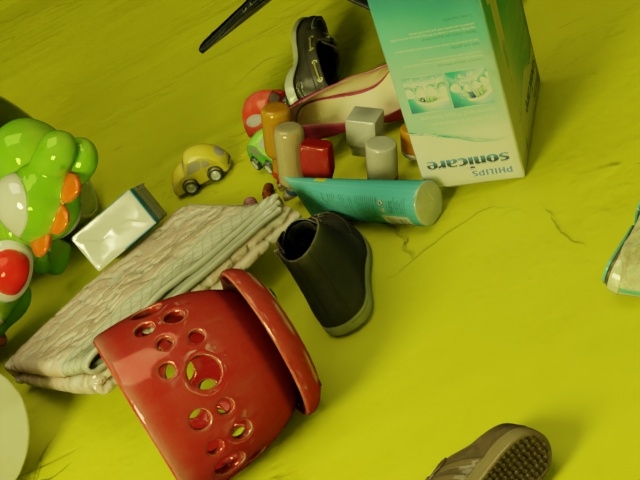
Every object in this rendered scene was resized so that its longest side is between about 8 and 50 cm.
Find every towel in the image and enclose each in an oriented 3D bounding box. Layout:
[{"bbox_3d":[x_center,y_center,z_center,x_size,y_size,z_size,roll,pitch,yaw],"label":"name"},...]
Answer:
[{"bbox_3d":[-0.215,0.061,1.493,0.332,0.053,0.317,-42,17,-25],"label":"towel"}]

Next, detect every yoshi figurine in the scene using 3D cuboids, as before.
[{"bbox_3d":[-0.431,-0.019,1.645,0.362,0.203,0.203,-52,-6,15],"label":"yoshi figurine"}]

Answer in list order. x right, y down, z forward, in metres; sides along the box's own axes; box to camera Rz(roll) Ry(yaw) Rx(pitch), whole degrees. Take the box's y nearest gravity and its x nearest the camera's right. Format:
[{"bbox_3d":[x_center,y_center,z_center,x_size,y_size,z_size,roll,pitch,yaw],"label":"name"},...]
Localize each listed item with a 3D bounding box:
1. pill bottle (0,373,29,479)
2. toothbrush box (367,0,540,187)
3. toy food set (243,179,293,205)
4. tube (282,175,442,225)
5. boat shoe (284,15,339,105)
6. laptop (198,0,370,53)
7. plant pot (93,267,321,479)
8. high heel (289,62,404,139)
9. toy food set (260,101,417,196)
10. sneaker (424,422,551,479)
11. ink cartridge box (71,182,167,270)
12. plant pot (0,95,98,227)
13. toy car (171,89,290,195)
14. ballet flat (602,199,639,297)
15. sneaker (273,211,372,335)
[{"bbox_3d":[-0.516,0.216,1.451,0.363,0.210,0.210,0,43,45],"label":"pill bottle"},{"bbox_3d":[0.158,-0.241,1.393,0.126,0.295,0.216,-7,37,21],"label":"toothbrush box"},{"bbox_3d":[-0.066,-0.061,1.631,0.078,0.019,0.122,4,45,47],"label":"toy food set"},{"bbox_3d":[0.048,-0.047,1.451,0.207,0.080,0.052,4,48,41],"label":"tube"},{"bbox_3d":[-0.002,-0.272,1.835,0.069,0.081,0.227,-20,39,22],"label":"boat shoe"},{"bbox_3d":[0.092,-0.382,1.854,0.408,0.236,0.382,-31,11,50],"label":"laptop"},{"bbox_3d":[-0.106,0.136,1.207,0.174,0.191,0.191,-30,28,-13],"label":"plant pot"},{"bbox_3d":[0.058,-0.193,1.600,0.244,0.082,0.117,-15,-4,36],"label":"high heel"},{"bbox_3d":[0.026,-0.100,1.551,0.232,0.104,0.111,8,37,17],"label":"toy food set"},{"bbox_3d":[0.108,0.221,1.003,0.188,0.066,0.071,-35,12,-15],"label":"sneaker"},{"bbox_3d":[-0.273,-0.022,1.685,0.104,0.060,0.180,-40,5,3],"label":"ink cartridge box"},{"bbox_3d":[-0.541,-0.038,1.852,0.293,0.275,0.274,-43,27,12],"label":"plant pot"},{"bbox_3d":[-0.099,-0.145,1.749,0.239,0.053,0.225,-43,28,-17],"label":"toy car"},{"bbox_3d":[0.319,-0.007,1.155,0.052,0.057,0.168,19,56,22],"label":"ballet flat"},{"bbox_3d":[0.000,0.000,1.371,0.083,0.118,0.222,-29,29,7],"label":"sneaker"}]
